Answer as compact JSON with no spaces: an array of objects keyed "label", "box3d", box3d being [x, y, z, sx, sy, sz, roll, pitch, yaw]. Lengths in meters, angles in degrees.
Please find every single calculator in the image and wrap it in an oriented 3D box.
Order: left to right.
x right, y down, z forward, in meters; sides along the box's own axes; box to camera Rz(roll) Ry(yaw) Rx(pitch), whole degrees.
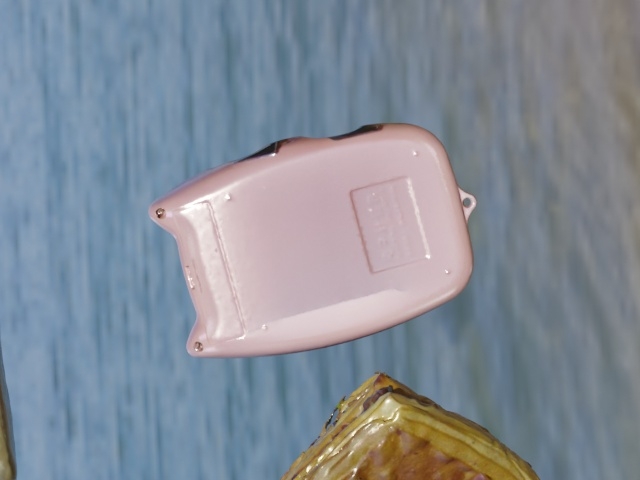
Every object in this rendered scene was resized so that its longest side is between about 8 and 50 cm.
[{"label":"calculator","box3d":[0.000,0.000,1.823,0.048,0.330,0.220,-75,-31,-86]}]

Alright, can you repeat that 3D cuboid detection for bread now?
[{"label":"bread","box3d":[0.103,0.309,2.315,0.277,0.324,0.167,-47,37,17]}]

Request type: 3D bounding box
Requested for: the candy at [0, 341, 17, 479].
[{"label":"candy","box3d":[-0.413,0.172,2.050,0.102,0.104,0.234,-177,79,-87]}]
